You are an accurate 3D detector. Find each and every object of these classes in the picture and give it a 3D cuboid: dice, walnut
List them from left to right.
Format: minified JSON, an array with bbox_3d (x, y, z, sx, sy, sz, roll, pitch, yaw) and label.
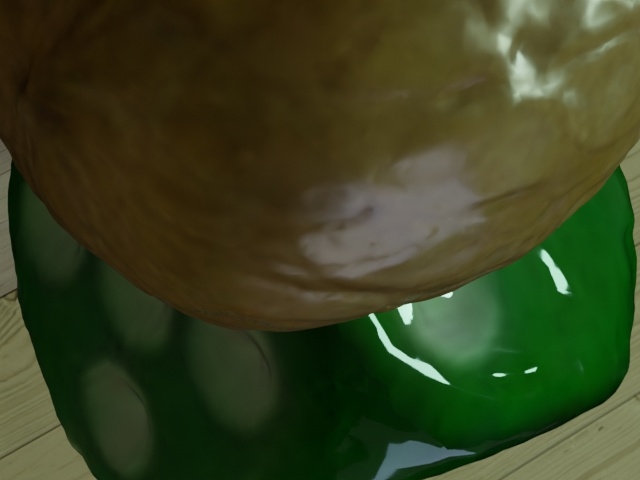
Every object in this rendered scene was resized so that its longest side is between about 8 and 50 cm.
[{"bbox_3d":[0.000,0.000,0.850,0.297,0.300,0.287,-13,172,-44],"label":"dice"},{"bbox_3d":[0.002,-0.075,0.408,0.221,0.195,0.195,-26,179,-37],"label":"walnut"}]
